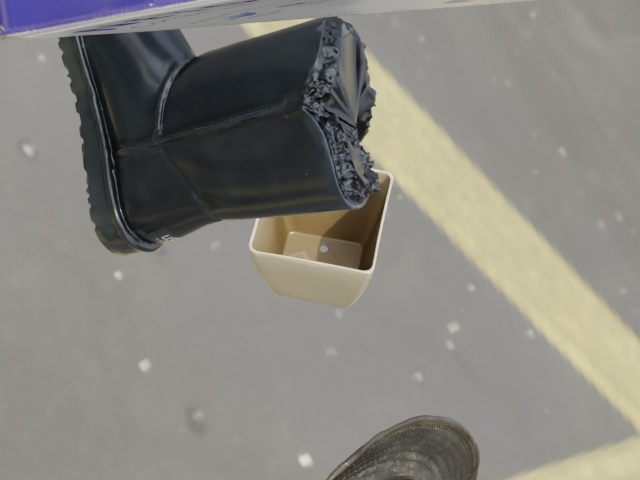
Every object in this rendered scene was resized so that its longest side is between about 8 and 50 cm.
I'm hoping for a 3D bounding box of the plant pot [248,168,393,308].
[{"bbox_3d":[0.000,0.000,1.365,0.096,0.109,0.109,94,8,-57],"label":"plant pot"}]

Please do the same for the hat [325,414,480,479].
[{"bbox_3d":[0.068,0.324,1.405,0.134,0.331,0.331,41,13,32],"label":"hat"}]

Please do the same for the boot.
[{"bbox_3d":[-0.069,-0.122,1.052,0.094,0.207,0.246,11,67,-64],"label":"boot"}]

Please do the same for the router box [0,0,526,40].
[{"bbox_3d":[0.122,-0.120,0.418,0.301,0.335,0.082,-13,99,-44],"label":"router box"}]
